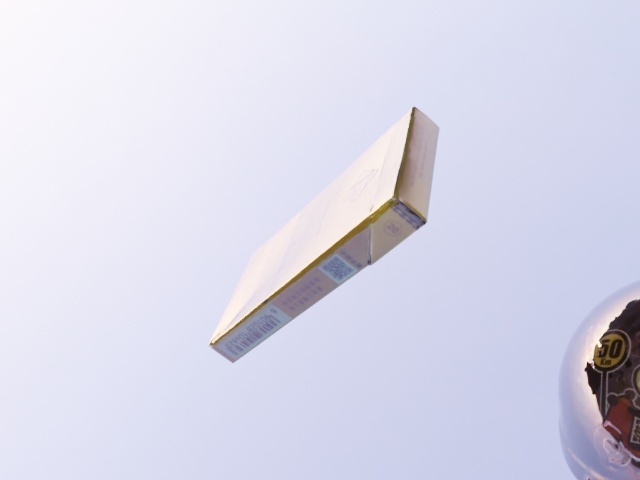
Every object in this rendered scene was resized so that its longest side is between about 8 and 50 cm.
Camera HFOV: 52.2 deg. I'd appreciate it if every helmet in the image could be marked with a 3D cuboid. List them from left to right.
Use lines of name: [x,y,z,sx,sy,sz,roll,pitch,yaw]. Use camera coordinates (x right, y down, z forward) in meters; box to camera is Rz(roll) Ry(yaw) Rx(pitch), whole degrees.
helmet: [0.322,0.104,0.552,0.231,0.160,0.279,-1,-155,41]

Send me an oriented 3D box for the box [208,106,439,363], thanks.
box: [-0.001,0.001,0.637,0.279,0.041,0.153,-39,-161,36]
